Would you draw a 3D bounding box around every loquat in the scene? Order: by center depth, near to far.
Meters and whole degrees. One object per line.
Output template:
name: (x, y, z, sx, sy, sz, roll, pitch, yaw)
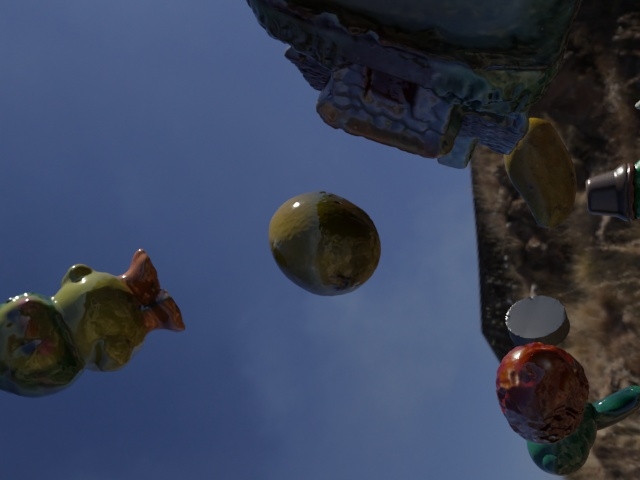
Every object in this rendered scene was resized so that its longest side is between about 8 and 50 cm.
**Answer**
loquat: (0.000, 0.000, 0.891, 0.152, 0.195, 0.152, -17, -49, -20)

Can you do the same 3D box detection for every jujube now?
jujube: (0.275, 0.188, 0.777, 0.176, 0.109, 0.112, 51, -143, -54)

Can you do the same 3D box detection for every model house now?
model house: (0.102, -0.227, 0.791, 0.339, 0.360, 0.297, 90, -157, -62)

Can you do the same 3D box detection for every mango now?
mango: (0.670, -0.207, 1.885, 0.176, 0.177, 0.329, -19, -100, -50)

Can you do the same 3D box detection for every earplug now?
earplug: (0.598, 0.439, 1.445, 0.280, 0.258, 0.163, -42, -49, -49)

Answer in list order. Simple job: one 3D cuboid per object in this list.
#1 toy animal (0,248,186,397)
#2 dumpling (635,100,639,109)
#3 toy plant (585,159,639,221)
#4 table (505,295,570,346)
toy animal: (-0.439, 0.166, 1.145, 0.338, 0.216, 0.191, -24, -24, -27)
dumpling: (0.739, -0.271, 1.230, 0.163, 0.250, 0.132, -12, -68, -14)
toy plant: (0.639, -0.102, 1.252, 0.105, 0.201, 0.142, -53, -46, -61)
table: (0.492, 0.186, 1.422, 0.133, 0.134, 0.043, -55, -49, -36)
